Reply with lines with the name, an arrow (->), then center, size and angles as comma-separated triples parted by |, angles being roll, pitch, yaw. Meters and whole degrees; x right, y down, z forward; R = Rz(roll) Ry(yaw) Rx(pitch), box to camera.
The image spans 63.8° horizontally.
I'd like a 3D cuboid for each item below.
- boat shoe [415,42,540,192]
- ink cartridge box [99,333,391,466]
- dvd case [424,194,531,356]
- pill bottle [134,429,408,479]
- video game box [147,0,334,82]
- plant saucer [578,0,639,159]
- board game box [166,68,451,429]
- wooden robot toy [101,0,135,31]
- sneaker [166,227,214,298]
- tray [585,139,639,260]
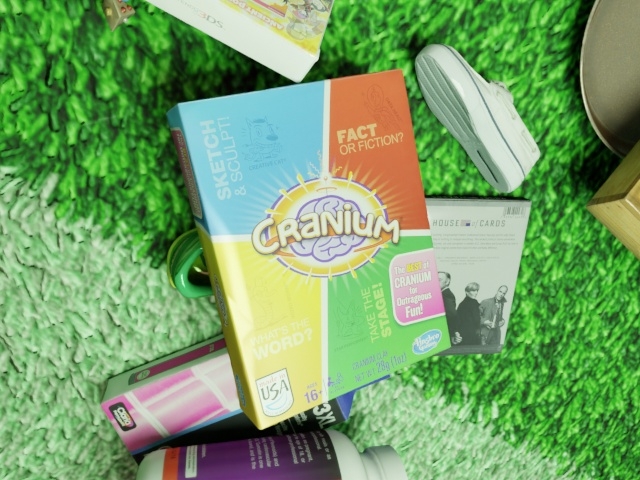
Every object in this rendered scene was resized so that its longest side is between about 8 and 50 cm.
boat shoe -> 0.199, -0.162, 0.640 | 0.076, 0.083, 0.226 | -46, 122, -6
ink cartridge box -> -0.088, 0.206, 0.715 | 0.371, 0.069, 0.175 | -22, 112, -5
dvd case -> 0.192, 0.054, 0.730 | 0.180, 0.029, 0.238 | 0, 108, -11
pill bottle -> -0.058, 0.338, 0.637 | 0.323, 0.181, 0.181 | -3, 109, -12
video game box -> -0.080, -0.273, 0.498 | 0.205, 0.187, 0.048 | 25, 146, -17
plant saucer -> 0.465, -0.249, 0.667 | 0.311, 0.050, 0.310 | -3, 110, -9
board game box -> 0.000, 0.000, 0.541 | 0.242, 0.064, 0.316 | -17, 101, -23
wooden robot toy -> -0.195, -0.307, 0.527 | 0.079, 0.076, 0.173 | -21, 116, -41
sneaker -> -0.040, 0.004, 0.618 | 0.296, 0.123, 0.109 | -23, 111, -3
tray -> 0.546, 0.022, 0.626 | 0.411, 0.076, 0.203 | 43, 81, -3
